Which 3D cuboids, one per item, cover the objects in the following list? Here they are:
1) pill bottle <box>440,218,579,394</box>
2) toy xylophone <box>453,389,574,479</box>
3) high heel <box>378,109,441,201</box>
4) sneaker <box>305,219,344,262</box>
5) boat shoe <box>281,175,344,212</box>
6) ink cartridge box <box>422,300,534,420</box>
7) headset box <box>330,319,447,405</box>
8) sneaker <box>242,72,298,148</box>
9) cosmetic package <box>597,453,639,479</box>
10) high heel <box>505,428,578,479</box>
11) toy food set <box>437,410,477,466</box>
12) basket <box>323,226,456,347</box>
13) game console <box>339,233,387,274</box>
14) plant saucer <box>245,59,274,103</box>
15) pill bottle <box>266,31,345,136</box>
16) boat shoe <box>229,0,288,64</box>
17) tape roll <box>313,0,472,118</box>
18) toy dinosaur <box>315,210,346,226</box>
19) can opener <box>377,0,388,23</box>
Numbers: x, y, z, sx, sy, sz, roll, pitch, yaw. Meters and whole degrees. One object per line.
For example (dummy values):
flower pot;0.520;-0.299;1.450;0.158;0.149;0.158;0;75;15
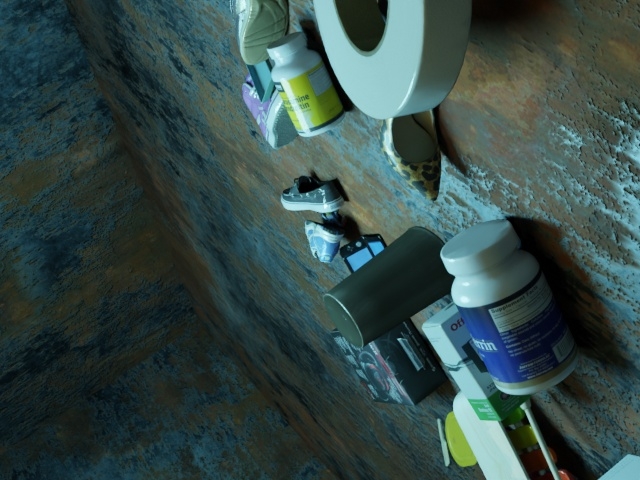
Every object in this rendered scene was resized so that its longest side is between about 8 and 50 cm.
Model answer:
pill bottle;0.308;0.108;1.553;0.264;0.153;0.153;62;161;-15
toy xylophone;0.388;0.405;1.862;0.236;0.081;0.322;-29;82;56
high heel;0.159;-0.184;1.522;0.261;0.093;0.186;68;167;-7
sneaker;0.000;0.000;2.193;0.211;0.080;0.081;-141;63;-81
boat shoe;-0.029;-0.113;2.156;0.228;0.080;0.076;16;130;61
ink cartridge box;0.306;0.198;1.708;0.208;0.153;0.087;56;161;-3
headset box;0.164;0.276;2.261;0.218;0.110;0.293;57;162;-3
sneaker;-0.108;-0.308;1.996;0.161;0.102;0.282;57;162;7
cosmetic package;0.549;0.480;1.568;0.183;0.151;0.151;59;162;-5
high heel;0.436;0.447;1.958;0.244;0.082;0.117;58;137;40
toy food set;0.347;0.453;2.185;0.218;0.071;0.128;132;128;-69
basket;0.133;0.098;1.859;0.154;0.227;0.204;55;161;4
game console;0.112;0.053;2.092;0.122;0.107;0.071;60;-170;-10
plant saucer;-0.125;-0.358;1.945;0.192;0.018;0.067;-111;36;-48
pill bottle;-0.032;-0.300;1.805;0.103;0.103;0.184;21;141;61
boat shoe;-0.125;-0.460;1.791;0.092;0.103;0.285;53;158;27
tape roll;0.081;-0.361;1.287;0.392;0.072;0.391;166;90;-72
toy dinosaur;0.032;-0.058;2.185;0.082;0.047;0.090;40;-169;18
can opener;0.134;-0.350;1.349;0.093;0.074;0.280;56;161;1
